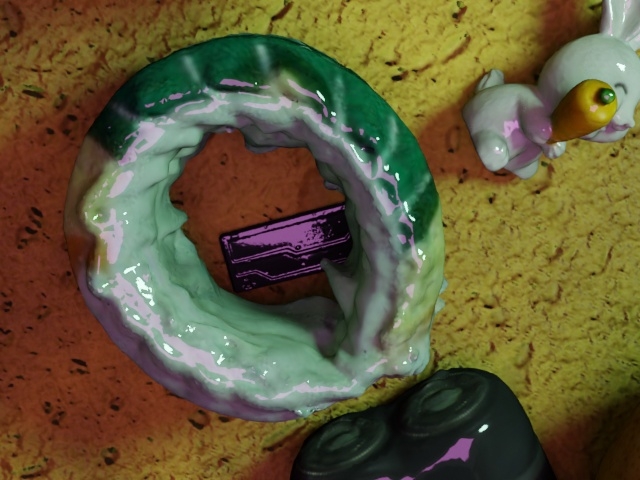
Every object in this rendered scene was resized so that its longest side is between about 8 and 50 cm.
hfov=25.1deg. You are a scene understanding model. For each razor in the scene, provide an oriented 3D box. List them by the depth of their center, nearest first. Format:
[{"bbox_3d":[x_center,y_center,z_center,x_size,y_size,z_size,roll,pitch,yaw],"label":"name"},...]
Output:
[{"bbox_3d":[0.117,0.282,1.162,0.204,0.113,0.349,-21,105,5],"label":"razor"}]

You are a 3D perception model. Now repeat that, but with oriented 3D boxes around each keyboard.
[{"bbox_3d":[0.000,0.000,1.131,0.155,0.010,0.053,-14,105,0],"label":"keyboard"}]

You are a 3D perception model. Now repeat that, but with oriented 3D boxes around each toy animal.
[{"bbox_3d":[0.188,-0.126,1.049,0.181,0.131,0.127,-33,69,20],"label":"toy animal"}]

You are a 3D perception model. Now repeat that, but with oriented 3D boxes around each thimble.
[{"bbox_3d":[-0.038,-0.008,1.037,0.288,0.167,0.254,41,98,-8],"label":"thimble"}]

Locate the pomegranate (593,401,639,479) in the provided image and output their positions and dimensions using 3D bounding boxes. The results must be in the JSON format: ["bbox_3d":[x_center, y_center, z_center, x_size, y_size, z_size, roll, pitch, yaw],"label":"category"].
[{"bbox_3d":[0.381,0.250,1.010,0.416,0.417,0.417,-1,105,-3],"label":"pomegranate"}]
